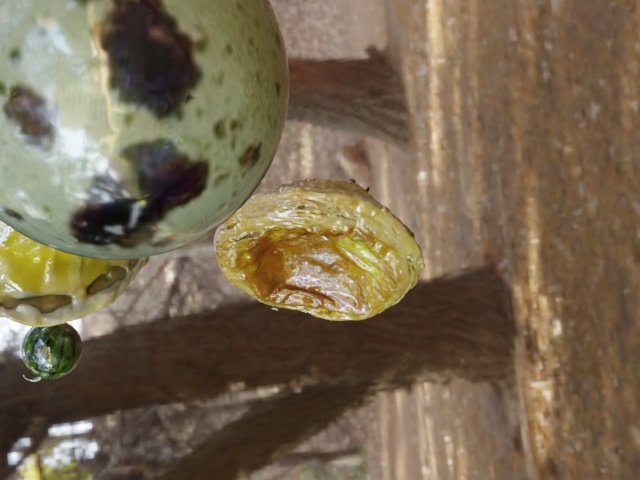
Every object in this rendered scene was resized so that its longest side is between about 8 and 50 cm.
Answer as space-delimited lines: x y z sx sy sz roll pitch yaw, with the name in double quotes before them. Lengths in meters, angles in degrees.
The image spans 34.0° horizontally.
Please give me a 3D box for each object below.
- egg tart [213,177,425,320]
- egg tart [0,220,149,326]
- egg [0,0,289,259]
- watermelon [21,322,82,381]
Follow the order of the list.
"egg tart" 0.000 0.000 1.715 0.352 0.352 0.150 84 -171 -53
"egg tart" -0.331 -0.096 1.137 0.169 0.388 0.387 -40 51 51
"egg" -0.179 -0.140 0.862 0.379 0.288 0.287 43 147 50
"watermelon" -0.437 0.181 1.704 0.109 0.109 0.109 173 90 -90
